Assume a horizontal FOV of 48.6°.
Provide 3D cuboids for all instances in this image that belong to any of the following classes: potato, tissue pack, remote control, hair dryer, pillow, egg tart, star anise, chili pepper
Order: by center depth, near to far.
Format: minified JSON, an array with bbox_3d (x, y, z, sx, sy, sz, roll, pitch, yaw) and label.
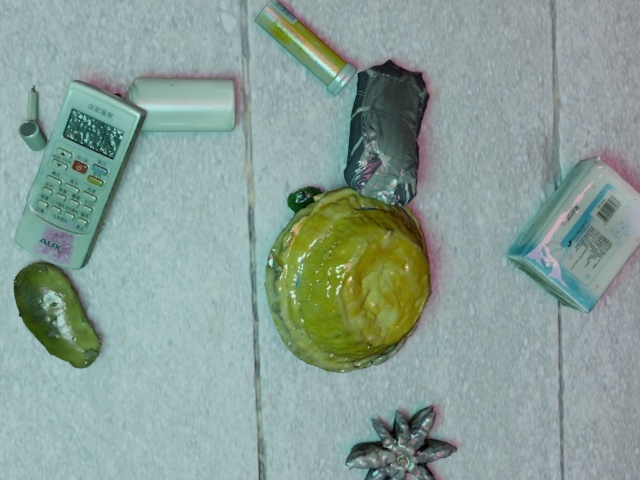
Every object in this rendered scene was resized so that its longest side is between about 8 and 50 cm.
[{"bbox_3d":[-0.450,-0.114,1.319,0.145,0.050,0.344,24,105,-5],"label":"remote control"},{"bbox_3d":[-0.499,0.143,1.343,0.117,0.090,0.226,-32,91,21],"label":"potato"},{"bbox_3d":[-0.549,-0.239,1.353,0.037,0.063,0.124,-5,72,-7],"label":"hair dryer"},{"bbox_3d":[0.079,0.079,1.364,0.387,0.169,0.388,-4,99,-30],"label":"egg tart"},{"bbox_3d":[0.132,-0.221,1.383,0.161,0.092,0.335,21,61,-23],"label":"pillow"},{"bbox_3d":[0.001,0.000,1.437,0.098,0.061,0.224,-19,93,-15],"label":"chili pepper"},{"bbox_3d":[0.163,0.446,1.460,0.236,0.093,0.229,8,90,-11],"label":"star anise"},{"bbox_3d":[0.550,-0.011,1.490,0.201,0.124,0.271,39,87,-9],"label":"tissue pack"}]

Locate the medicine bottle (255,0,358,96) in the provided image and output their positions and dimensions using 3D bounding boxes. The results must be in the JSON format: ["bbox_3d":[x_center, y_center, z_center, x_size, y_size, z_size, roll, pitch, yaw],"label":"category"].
[{"bbox_3d":[-0.028,-0.387,1.416,0.218,0.074,0.074,41,86,-6],"label":"medicine bottle"}]

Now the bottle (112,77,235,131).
[{"bbox_3d":[-0.287,-0.260,1.361,0.245,0.104,0.104,-1,92,-9],"label":"bottle"}]
